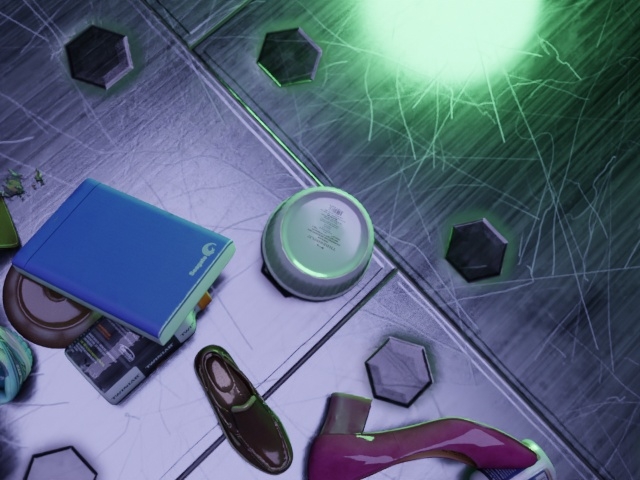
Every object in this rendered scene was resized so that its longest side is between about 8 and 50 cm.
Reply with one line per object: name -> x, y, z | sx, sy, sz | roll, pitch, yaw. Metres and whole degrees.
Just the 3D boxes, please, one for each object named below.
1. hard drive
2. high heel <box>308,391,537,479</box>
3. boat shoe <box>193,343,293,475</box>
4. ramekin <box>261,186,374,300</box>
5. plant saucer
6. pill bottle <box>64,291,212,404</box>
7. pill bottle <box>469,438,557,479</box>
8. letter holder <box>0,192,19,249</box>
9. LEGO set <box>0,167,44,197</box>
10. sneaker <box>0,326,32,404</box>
hard drive -> -0.332, 0.026, 1.507 | 0.318, 0.040, 0.210 | 23, 59, 22
high heel -> 0.171, 0.388, 1.530 | 0.377, 0.127, 0.181 | 9, 66, 15
boat shoe -> -0.136, 0.294, 1.535 | 0.095, 0.095, 0.257 | -37, 85, -14
ramekin -> 0.000, 0.000, 1.614 | 0.207, 0.109, 0.207 | 2, 77, -8
plant saucer -> -0.457, 0.088, 1.564 | 0.198, 0.036, 0.199 | 2, 77, -7
pill bottle -> -0.302, 0.152, 1.523 | 0.245, 0.130, 0.130 | -43, 87, -14
pill bottle -> 0.322, 0.431, 1.574 | 0.169, 0.094, 0.094 | -28, 83, -14
letter holder -> -0.680, -0.085, 1.526 | 0.152, 0.214, 0.302 | -29, 83, 19
LEGO set -> -0.540, -0.100, 1.604 | 0.083, 0.023, 0.054 | -4, 80, -23
sneaker -> -0.571, 0.151, 1.419 | 0.110, 0.122, 0.283 | -35, 120, 12
